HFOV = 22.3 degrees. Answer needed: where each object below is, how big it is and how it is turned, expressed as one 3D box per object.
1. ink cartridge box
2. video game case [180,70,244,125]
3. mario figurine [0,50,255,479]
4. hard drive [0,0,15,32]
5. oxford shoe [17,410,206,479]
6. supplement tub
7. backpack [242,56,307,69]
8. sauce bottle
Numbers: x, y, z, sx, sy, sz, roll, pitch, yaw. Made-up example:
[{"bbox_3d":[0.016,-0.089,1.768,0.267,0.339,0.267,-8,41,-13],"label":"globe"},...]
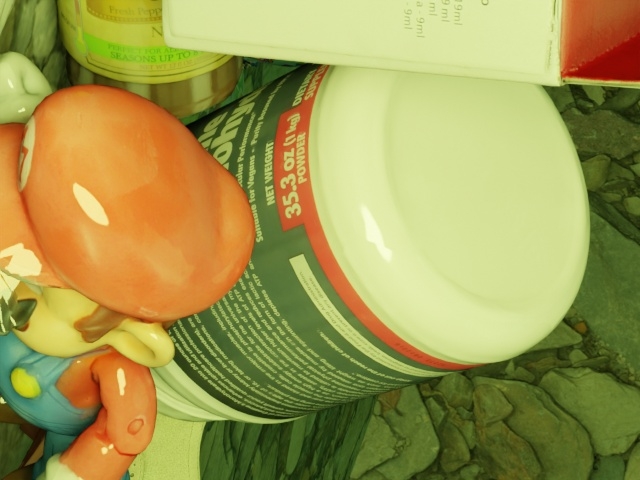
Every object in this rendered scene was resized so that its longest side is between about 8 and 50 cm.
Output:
[{"bbox_3d":[0.114,-0.175,0.816,0.309,0.272,0.130,-32,127,-57],"label":"ink cartridge box"},{"bbox_3d":[-0.106,-0.071,1.219,0.206,0.026,0.227,91,17,-56],"label":"video game case"},{"bbox_3d":[-0.153,0.039,0.824,0.170,0.198,0.320,-44,166,-35],"label":"mario figurine"},{"bbox_3d":[-0.197,-0.111,0.562,0.339,0.064,0.237,81,26,-65],"label":"hard drive"},{"bbox_3d":[-0.146,0.204,1.014,0.140,0.146,0.397,134,-22,-70],"label":"oxford shoe"},{"bbox_3d":[0.000,0.000,0.941,0.272,0.191,0.191,-22,-144,46],"label":"supplement tub"},{"bbox_3d":[-0.030,-0.183,1.038,0.117,0.173,0.158,75,32,-71],"label":"backpack"},{"bbox_3d":[-0.092,-0.220,0.834,0.344,0.111,0.111,91,18,-44],"label":"sauce bottle"}]
